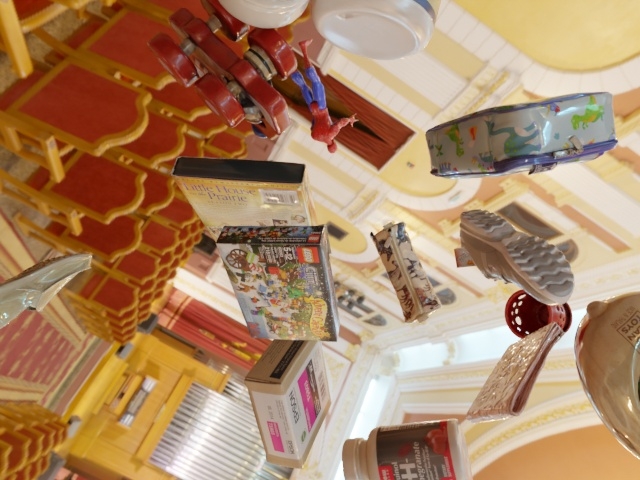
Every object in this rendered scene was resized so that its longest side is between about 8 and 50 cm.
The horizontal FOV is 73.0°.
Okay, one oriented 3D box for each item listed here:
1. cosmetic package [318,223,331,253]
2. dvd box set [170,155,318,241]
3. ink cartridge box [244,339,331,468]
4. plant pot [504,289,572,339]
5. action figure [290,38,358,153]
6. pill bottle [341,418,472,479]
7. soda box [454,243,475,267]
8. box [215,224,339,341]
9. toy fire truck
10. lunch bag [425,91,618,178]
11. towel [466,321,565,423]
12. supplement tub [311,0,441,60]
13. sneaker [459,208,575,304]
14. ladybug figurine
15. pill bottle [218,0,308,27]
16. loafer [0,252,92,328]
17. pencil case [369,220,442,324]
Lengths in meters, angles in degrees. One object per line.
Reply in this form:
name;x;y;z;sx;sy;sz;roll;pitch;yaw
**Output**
cosmetic package;0.000;0.000;1.633;0.060;0.115;0.041;-16;-167;-14
dvd box set;-0.164;-0.062;1.136;0.420;0.308;0.062;77;19;-62
ink cartridge box;-0.059;0.328;0.933;0.193;0.088;0.234;-52;138;-56
plant pot;0.822;0.280;1.626;0.191;0.174;0.191;-16;-109;54
action figure;0.006;-0.369;1.120;0.091;0.280;0.139;-3;-153;35
pill bottle;0.227;0.585;1.158;0.319;0.176;0.176;-15;-154;18
soda box;0.450;0.040;1.306;0.063;0.058;0.183;-9;-178;25
box;-0.060;0.077;0.707;0.044;0.159;0.233;-77;163;-47
toy fire truck;-0.168;-0.314;0.855;0.169;0.302;0.254;-46;169;-5
lunch bag;0.267;-0.139;0.598;0.219;0.176;0.090;-165;-117;-71
towel;0.592;0.421;1.332;0.317;0.053;0.332;-47;163;-21
supplement tub;0.125;-0.523;0.784;0.228;0.228;0.316;-147;-109;-82
sneaker;0.379;0.043;0.859;0.281;0.105;0.115;-119;-157;-54
ladybug figurine;0.681;0.278;0.875;0.305;0.449;0.162;-42;-174;-1
pill bottle;-0.051;-0.454;0.551;0.204;0.204;0.361;-60;-169;-15
loafer;-0.622;0.108;0.943;0.102;0.092;0.268;-5;-159;39
pencil case;0.339;0.127;1.722;0.160;0.410;0.183;-27;163;21
